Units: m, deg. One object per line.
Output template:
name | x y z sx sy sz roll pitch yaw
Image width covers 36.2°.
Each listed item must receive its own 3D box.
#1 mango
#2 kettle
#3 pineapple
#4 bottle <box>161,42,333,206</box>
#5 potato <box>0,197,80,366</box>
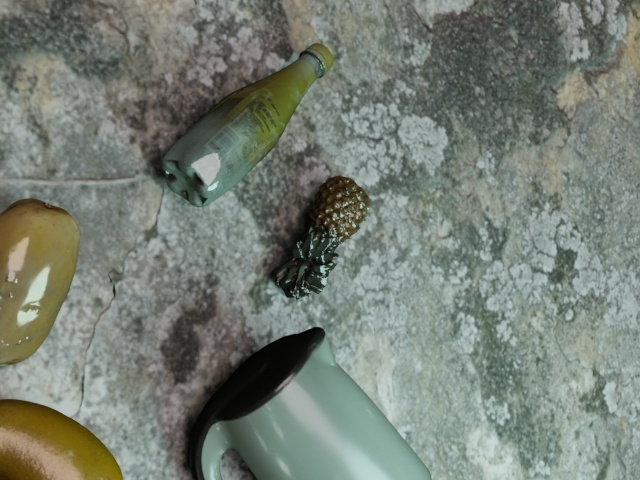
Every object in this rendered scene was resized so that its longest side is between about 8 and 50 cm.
mango | -0.281 0.218 0.974 0.184 0.085 0.102 36 70 -15
kettle | -0.027 0.244 1.111 0.221 0.161 0.236 -36 107 1
pineapple | 0.000 0.000 1.197 0.074 0.074 0.159 38 71 -25
bottle | -0.075 -0.146 1.151 0.270 0.083 0.083 -48 111 -32
potato | -0.306 0.043 0.959 0.109 0.118 0.178 22 85 6
